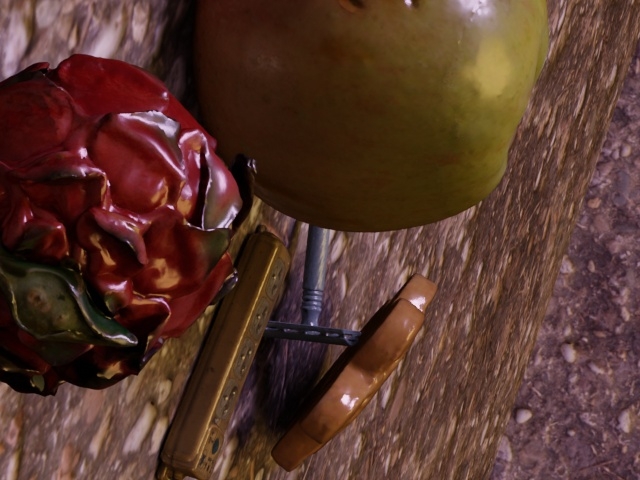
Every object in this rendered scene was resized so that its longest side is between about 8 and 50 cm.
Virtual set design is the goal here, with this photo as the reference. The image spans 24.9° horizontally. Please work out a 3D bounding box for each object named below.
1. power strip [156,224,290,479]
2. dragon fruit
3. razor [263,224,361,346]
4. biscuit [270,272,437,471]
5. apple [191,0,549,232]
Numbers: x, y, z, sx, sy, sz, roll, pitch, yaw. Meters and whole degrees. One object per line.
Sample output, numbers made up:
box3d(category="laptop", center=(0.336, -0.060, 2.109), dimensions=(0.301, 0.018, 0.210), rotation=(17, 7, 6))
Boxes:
box3d(category="power strip", center=(-0.097, 0.126, 1.512), dimensions=(0.064, 0.044, 0.305), rotation=(59, 50, -65))
box3d(category="dragon fruit", center=(-0.159, -0.018, 1.007), dimensions=(0.293, 0.233, 0.234), rotation=(-57, 159, -75))
box3d(category="razor", center=(0.000, 0.000, 1.641), dimensions=(0.068, 0.106, 0.232), rotation=(18, 78, -71))
box3d(category="biscuit", center=(0.041, 0.159, 1.698), dimensions=(0.275, 0.052, 0.355), rotation=(-50, 178, -10))
box3d(category="apple", center=(0.057, -0.176, 1.309), dimensions=(0.338, 0.305, 0.338), rotation=(14, 90, -71))
